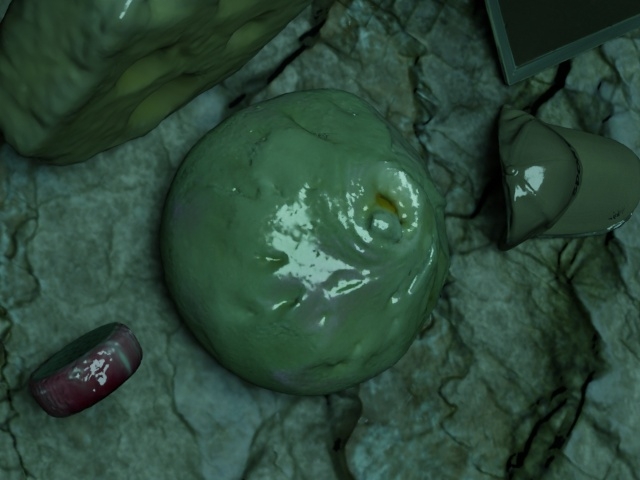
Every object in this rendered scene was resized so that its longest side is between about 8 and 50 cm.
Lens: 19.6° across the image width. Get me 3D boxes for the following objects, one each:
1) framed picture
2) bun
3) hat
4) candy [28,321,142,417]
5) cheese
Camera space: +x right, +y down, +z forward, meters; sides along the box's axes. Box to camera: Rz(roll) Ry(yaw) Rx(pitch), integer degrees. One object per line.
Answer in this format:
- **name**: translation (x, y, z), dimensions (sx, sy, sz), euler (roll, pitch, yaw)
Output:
- **framed picture**: translation (0.262, -0.290, 1.854), dimensions (0.252, 0.014, 0.197), euler (-24, 111, -22)
- **bun**: translation (0.000, 0.000, 1.652), dimensions (0.283, 0.179, 0.283), euler (2, 84, -19)
- **hat**: translation (0.245, -0.068, 1.808), dimensions (0.175, 0.085, 0.147), euler (0, 82, -20)
- **candy**: translation (-0.202, 0.112, 1.598), dimensions (0.103, 0.103, 0.043), euler (-38, 103, -22)
- **cheese**: translation (-0.141, -0.189, 1.555), dimensions (0.326, 0.318, 0.115), euler (-35, 82, -8)
